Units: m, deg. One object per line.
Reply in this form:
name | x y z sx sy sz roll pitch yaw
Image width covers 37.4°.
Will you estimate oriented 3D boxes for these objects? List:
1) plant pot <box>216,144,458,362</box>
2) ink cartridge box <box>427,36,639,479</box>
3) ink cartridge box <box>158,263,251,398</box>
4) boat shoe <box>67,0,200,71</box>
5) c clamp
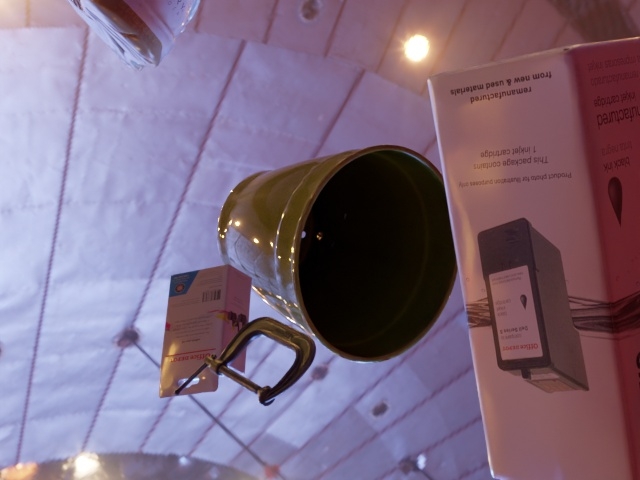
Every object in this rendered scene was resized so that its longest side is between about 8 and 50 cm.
plant pot | 0.000 0.000 1.711 0.366 0.353 0.367 -7 -77 -36
ink cartridge box | 0.193 0.007 0.638 0.198 0.114 0.273 -17 -80 -43
ink cartridge box | -0.159 0.133 1.312 0.061 0.104 0.181 37 -131 -51
boat shoe | -0.148 -0.204 0.788 0.096 0.277 0.098 -46 -63 -5
c clamp | -0.080 0.149 1.102 0.137 0.160 0.022 -51 -53 -23
